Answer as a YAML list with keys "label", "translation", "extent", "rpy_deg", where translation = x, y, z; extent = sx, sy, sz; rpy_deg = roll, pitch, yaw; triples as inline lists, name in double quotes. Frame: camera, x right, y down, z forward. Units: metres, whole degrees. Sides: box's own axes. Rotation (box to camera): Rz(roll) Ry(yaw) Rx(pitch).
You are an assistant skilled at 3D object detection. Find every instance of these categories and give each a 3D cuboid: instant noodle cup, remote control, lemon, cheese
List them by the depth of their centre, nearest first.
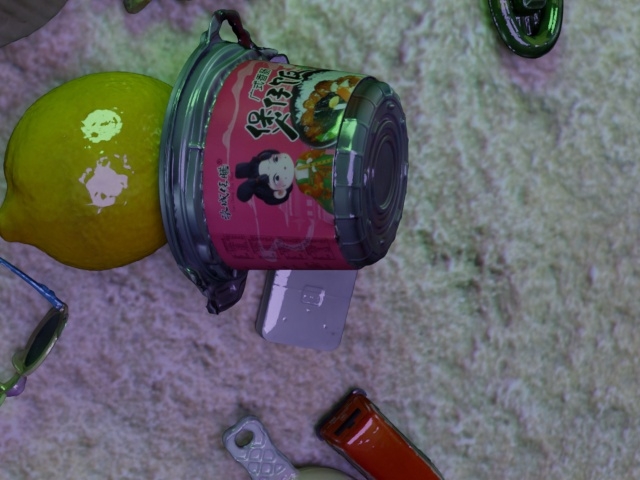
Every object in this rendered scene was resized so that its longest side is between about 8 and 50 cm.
- label: "instant noodle cup"
  translation: [-0.018, -0.070, 0.998]
  extent: [0.181, 0.258, 0.302]
  rpy_deg: [5, 113, 20]
- label: "lemon"
  translation: [-0.209, -0.069, 1.001]
  extent: [0.244, 0.187, 0.187]
  rpy_deg: [-37, 109, -22]
- label: "remote control"
  translation: [0.000, 0.000, 1.165]
  extent: [0.103, 0.034, 0.250]
  rpy_deg: [11, 95, -21]
- label: "cheese"
  translation: [-0.011, 0.302, 1.188]
  extent: [0.163, 0.071, 0.249]
  rpy_deg: [-18, 103, -17]

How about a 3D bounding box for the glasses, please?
- label: "glasses"
  translation: [-0.384, 0.080, 1.038]
  extent: [0.220, 0.088, 0.189]
  rpy_deg: [43, 83, 0]

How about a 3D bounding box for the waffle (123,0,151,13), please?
- label: "waffle"
  translation: [-0.156, -0.374, 1.043]
  extent: [0.250, 0.056, 0.261]
  rpy_deg: [-29, 109, -14]

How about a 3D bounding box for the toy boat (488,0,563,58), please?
- label: "toy boat"
  translation: [0.242, -0.320, 1.196]
  extent: [0.104, 0.052, 0.210]
  rpy_deg: [-8, 100, -21]

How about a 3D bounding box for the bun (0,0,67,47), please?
- label: "bun"
  translation: [-0.324, -0.324, 0.896]
  extent: [0.281, 0.281, 0.205]
  rpy_deg: [-40, 75, -10]

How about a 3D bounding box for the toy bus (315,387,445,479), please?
- label: "toy bus"
  translation: [0.081, 0.262, 1.211]
  extent: [0.079, 0.077, 0.174]
  rpy_deg: [-46, 110, -8]

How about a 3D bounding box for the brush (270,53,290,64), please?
- label: "brush"
  translation: [-0.122, -0.163, 1.106]
  extent: [0.193, 0.016, 0.063]
  rpy_deg: [-10, 103, -19]
